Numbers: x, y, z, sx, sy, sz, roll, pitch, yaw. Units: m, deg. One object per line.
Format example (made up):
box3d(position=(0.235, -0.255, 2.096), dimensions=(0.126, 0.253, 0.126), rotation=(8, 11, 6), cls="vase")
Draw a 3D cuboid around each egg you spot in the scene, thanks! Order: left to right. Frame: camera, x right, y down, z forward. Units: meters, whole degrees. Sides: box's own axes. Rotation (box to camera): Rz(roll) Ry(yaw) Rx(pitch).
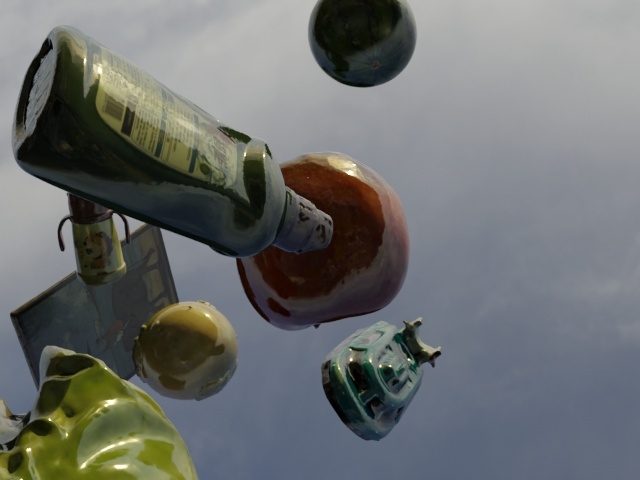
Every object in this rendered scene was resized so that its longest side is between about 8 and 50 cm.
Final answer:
box3d(position=(-0.214, 0.179, 1.546), dimensions=(0.201, 0.164, 0.164), rotation=(-25, -138, 56), cls="egg")

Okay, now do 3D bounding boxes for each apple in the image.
box3d(position=(0.000, 0.000, 1.212), dimensions=(0.230, 0.230, 0.229), rotation=(-14, -126, 21), cls="apple")

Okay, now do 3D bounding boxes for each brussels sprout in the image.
box3d(position=(-0.293, 0.315, 0.865), dimensions=(0.425, 0.342, 0.361), rotation=(-25, -134, -26), cls="brussels sprout")

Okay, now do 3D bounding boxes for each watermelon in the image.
box3d(position=(0.036, -0.191, 0.872), dimensions=(0.109, 0.109, 0.108), rotation=(-14, -126, 21), cls="watermelon")

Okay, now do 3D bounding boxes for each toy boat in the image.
box3d(position=(0.098, 0.181, 1.382), dimensions=(0.092, 0.299, 0.134), rotation=(-35, -92, 19), cls="toy boat")

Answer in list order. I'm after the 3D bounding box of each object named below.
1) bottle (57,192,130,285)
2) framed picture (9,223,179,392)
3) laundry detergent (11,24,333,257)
box3d(position=(-0.214, -0.009, 0.908), dimensions=(0.063, 0.101, 0.047), rotation=(-19, -155, -30), cls="bottle")
box3d(position=(-0.381, 0.150, 1.730), dimensions=(0.016, 0.264, 0.347), rotation=(13, -145, 34), cls="framed picture")
box3d(position=(-0.088, -0.054, 0.646), dimensions=(0.078, 0.222, 0.144), rotation=(-52, -147, 25), cls="laundry detergent")
